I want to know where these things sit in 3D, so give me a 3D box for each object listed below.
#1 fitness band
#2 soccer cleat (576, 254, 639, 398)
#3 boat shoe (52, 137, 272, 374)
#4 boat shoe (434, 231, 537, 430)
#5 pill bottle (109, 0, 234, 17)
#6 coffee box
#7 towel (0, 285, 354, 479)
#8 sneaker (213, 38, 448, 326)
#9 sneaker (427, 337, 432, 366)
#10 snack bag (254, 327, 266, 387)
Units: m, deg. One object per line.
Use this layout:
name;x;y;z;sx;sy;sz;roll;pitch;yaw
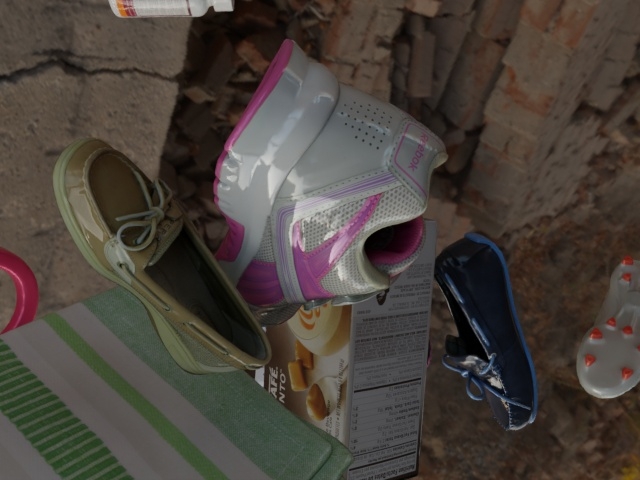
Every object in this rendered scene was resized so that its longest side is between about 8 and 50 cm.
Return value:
fitness band;-0.539;0.122;1.003;0.290;0.054;0.209;-33;127;-36
soccer cleat;0.315;0.098;0.742;0.196;0.068;0.076;-52;151;-39
boat shoe;-0.076;0.012;0.365;0.056;0.048;0.153;-58;132;-45
boat shoe;0.183;0.117;0.845;0.089;0.109;0.258;-24;104;-16
pill bottle;-0.273;-0.475;1.309;0.221;0.121;0.121;-1;134;-2
coffee box;0.022;0.094;0.680;0.098;0.141;0.247;-3;101;-34
towel;-0.160;0.139;0.412;0.324;0.248;0.038;-25;142;-50
sneaker;0.000;0.000;0.425;0.252;0.111;0.103;109;5;-66
sneaker;0.092;0.142;0.800;0.057;0.047;0.119;46;53;-55
snack bag;-0.009;0.270;1.263;0.037;0.323;0.343;11;80;-44
